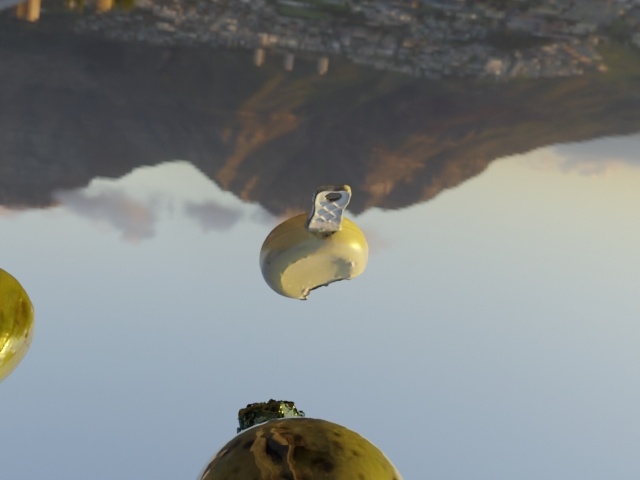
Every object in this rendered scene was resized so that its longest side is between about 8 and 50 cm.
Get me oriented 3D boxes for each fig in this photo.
[{"bbox_3d":[-0.566,0.148,1.668,0.230,0.207,0.207,37,-159,27],"label":"fig"}]

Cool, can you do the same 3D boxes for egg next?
[{"bbox_3d":[-0.041,0.445,1.553,0.345,0.345,0.428,4,167,-28],"label":"egg"}]

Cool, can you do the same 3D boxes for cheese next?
[{"bbox_3d":[-0.020,0.000,1.441,0.163,0.071,0.249,-11,149,6],"label":"cheese"}]

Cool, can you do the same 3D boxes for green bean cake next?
[{"bbox_3d":[-0.081,0.361,1.886,0.107,0.193,0.208,-15,-167,10],"label":"green bean cake"}]
